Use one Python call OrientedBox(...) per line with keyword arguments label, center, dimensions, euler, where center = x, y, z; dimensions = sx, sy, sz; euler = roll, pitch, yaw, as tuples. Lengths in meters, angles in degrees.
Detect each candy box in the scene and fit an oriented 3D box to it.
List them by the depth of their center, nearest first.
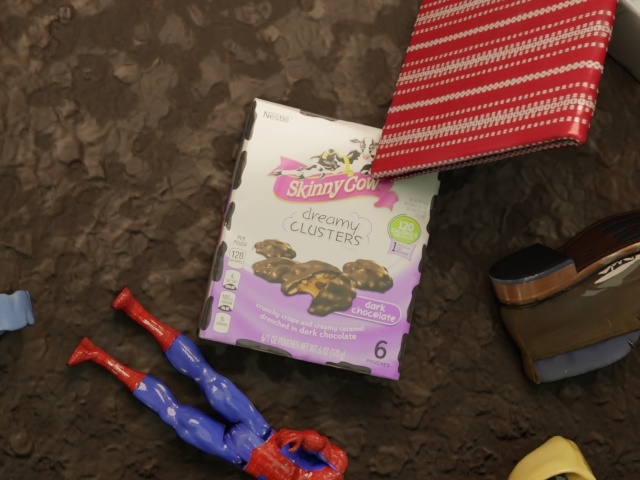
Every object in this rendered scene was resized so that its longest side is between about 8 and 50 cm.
OrientedBox(label="candy box", center=(0.000, 0.000, 0.935), dimensions=(0.164, 0.070, 0.196), euler=(13, 86, -7))

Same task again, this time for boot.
OrientedBox(label="boot", center=(0.253, 0.042, 0.977), dimensions=(0.219, 0.082, 0.106), euler=(-17, 109, -8))

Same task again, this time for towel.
OrientedBox(label="towel", center=(0.147, -0.173, 0.873), dimensions=(0.031, 0.199, 0.275), euler=(35, 62, -34))

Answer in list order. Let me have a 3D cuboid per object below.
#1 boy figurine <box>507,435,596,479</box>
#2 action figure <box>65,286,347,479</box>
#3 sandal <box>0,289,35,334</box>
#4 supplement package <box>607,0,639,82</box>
OrientedBox(label="boy figurine", center=(0.150, 0.295, 0.904), dimensions=(0.177, 0.092, 0.285), euler=(29, 88, -3))
OrientedBox(label="action figure", center=(-0.069, 0.159, 0.890), dimensions=(0.280, 0.139, 0.091), euler=(38, 94, -7))
OrientedBox(label="sandal", center=(-0.325, 0.119, 0.867), dimensions=(0.138, 0.126, 0.317), euler=(28, 86, -10))
OrientedBox(label="supplement package", center=(0.283, -0.211, 0.961), dimensions=(0.179, 0.105, 0.105), euler=(41, 84, -5))
